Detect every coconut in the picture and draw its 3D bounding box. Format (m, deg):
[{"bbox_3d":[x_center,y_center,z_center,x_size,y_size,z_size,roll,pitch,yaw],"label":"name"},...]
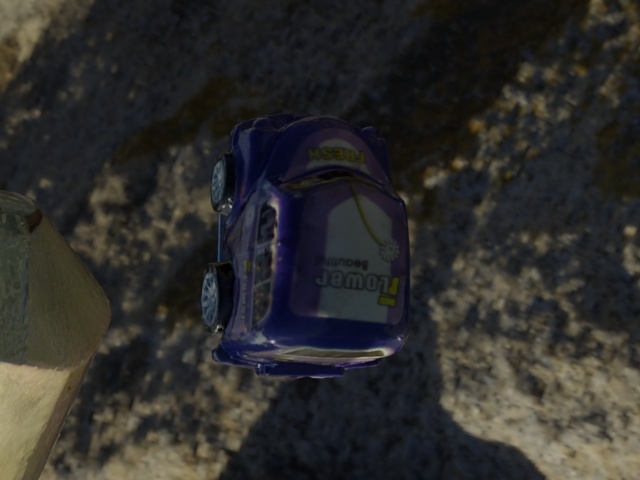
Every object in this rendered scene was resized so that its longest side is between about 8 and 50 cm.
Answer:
[{"bbox_3d":[-0.182,0.045,0.706,0.147,0.147,0.153,49,123,47],"label":"coconut"}]

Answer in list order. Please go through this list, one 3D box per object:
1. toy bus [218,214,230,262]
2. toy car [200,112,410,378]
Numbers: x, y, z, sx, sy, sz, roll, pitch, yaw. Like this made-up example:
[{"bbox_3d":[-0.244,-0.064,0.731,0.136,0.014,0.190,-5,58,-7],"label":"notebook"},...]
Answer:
[{"bbox_3d":[-0.070,0.027,1.343,0.061,0.051,0.153,-10,52,13],"label":"toy bus"},{"bbox_3d":[0.000,0.000,1.194,0.158,0.172,0.235,164,108,-68],"label":"toy car"}]
